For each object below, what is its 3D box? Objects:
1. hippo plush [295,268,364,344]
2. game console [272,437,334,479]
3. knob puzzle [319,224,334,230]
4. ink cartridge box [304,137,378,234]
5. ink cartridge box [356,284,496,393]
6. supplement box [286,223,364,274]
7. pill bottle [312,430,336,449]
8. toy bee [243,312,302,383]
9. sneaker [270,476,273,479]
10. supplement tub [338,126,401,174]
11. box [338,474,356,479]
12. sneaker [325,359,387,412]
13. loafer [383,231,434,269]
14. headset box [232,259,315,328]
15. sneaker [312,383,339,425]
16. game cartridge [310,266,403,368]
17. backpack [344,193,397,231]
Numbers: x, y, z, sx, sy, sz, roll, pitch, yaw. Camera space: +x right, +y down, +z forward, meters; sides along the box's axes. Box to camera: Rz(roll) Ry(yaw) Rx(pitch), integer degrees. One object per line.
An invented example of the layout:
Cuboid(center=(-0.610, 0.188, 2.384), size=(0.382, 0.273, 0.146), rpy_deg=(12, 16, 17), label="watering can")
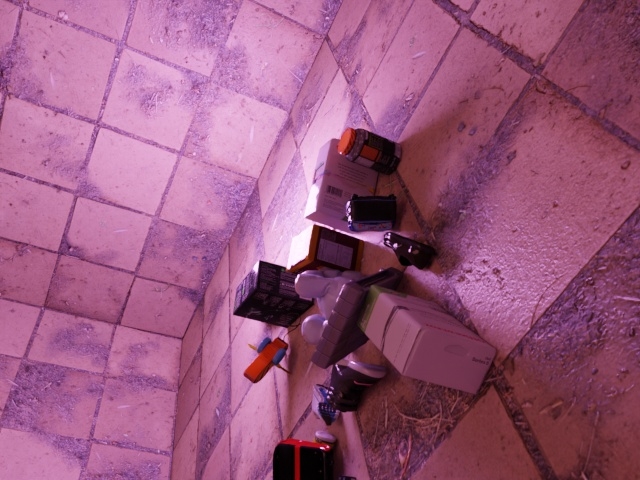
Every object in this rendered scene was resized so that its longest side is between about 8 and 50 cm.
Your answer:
Cuboid(center=(0.059, 0.222, 1.785), size=(0.294, 0.234, 0.236), rpy_deg=(5, 97, 27), label="hippo plush")
Cuboid(center=(-0.046, 0.779, 1.635), size=(0.342, 0.060, 0.386), rpy_deg=(-24, 64, 56), label="game console")
Cuboid(center=(0.000, 0.000, 2.282), size=(0.213, 0.030, 0.213), rpy_deg=(-51, 29, 43), label="knob puzzle")
Cuboid(center=(0.079, -0.187, 1.991), size=(0.117, 0.202, 0.278), rpy_deg=(-24, 51, 63), label="ink cartridge box")
Cuboid(center=(0.228, 0.215, 1.285), size=(0.114, 0.199, 0.273), rpy_deg=(-69, 20, 8), label="ink cartridge box")
Cuboid(center=(0.014, 0.054, 1.967), size=(0.191, 0.194, 0.129), rpy_deg=(-31, 44, 60), label="supplement box")
Cuboid(center=(0.000, 0.637, 1.704), size=(0.065, 0.065, 0.116), rpy_deg=(13, 86, 69), label="pill bottle")
Cuboid(center=(-0.173, 0.445, 2.219), size=(0.195, 0.298, 0.162), rpy_deg=(53, 162, 25), label="toy bee")
Cuboid(center=(-0.133, 0.831, 1.889), size=(0.161, 0.057, 0.075), rpy_deg=(-30, 40, 57), label="sneaker")
Cuboid(center=(0.162, -0.300, 1.892), size=(0.117, 0.191, 0.117), rpy_deg=(-51, 28, 42), label="supplement tub")
Cuboid(center=(0.069, 0.686, 1.553), size=(0.067, 0.018, 0.083), rpy_deg=(-32, 45, 59), label="box")
Cuboid(center=(0.099, 0.414, 1.597), size=(0.296, 0.105, 0.146), rpy_deg=(152, 131, -69), label="sneaker")
Cuboid(center=(0.232, 0.030, 1.597), size=(0.078, 0.080, 0.220), rpy_deg=(-70, 21, 3), label="loafer")
Cuboid(center=(-0.189, 0.225, 2.271), size=(0.283, 0.247, 0.131), rpy_deg=(-48, 32, 49), label="headset box")
Cuboid(center=(0.010, 0.532, 1.779), size=(0.190, 0.072, 0.082), rpy_deg=(-117, 42, -73), label="sneaker")
Cuboid(center=(0.102, 0.196, 1.513), size=(0.230, 0.068, 0.355), rpy_deg=(-63, -20, 16), label="game cartridge")
Cuboid(center=(0.152, -0.085, 1.804), size=(0.173, 0.158, 0.116), rpy_deg=(-179, 88, -82), label="backpack")
